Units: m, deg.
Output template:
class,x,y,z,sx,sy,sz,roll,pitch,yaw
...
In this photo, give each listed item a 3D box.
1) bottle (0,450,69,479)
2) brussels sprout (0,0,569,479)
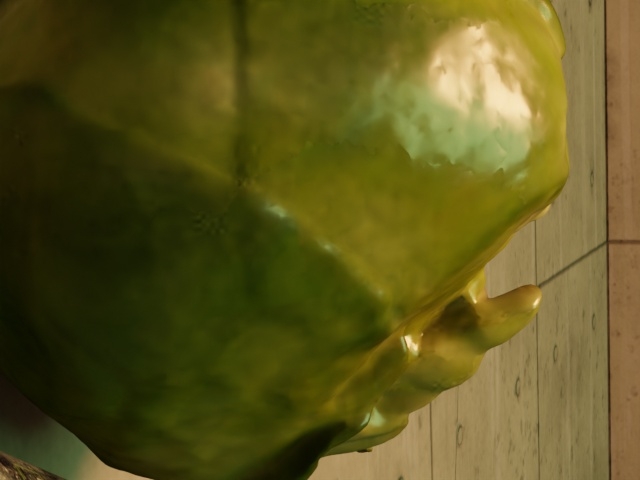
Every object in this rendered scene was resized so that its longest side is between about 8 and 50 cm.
class,x,y,z,sx,sy,sz,roll,pitch,yaw
bottle,-0.174,0.154,0.861,0.330,0.093,0.093,45,49,-63
brussels sprout,-0.053,-0.039,0.914,0.276,0.314,0.371,-104,-148,-44
